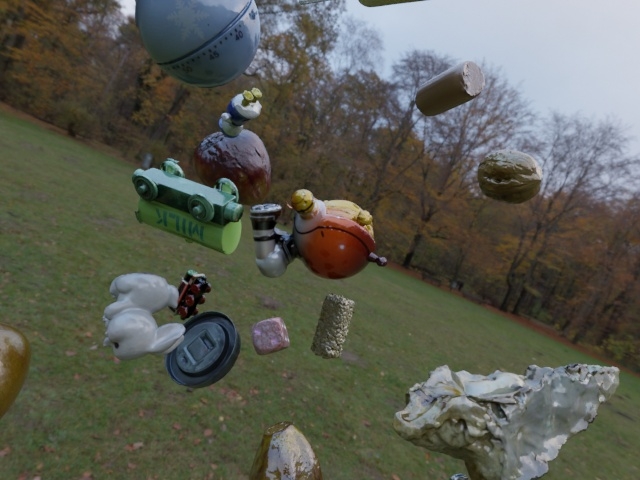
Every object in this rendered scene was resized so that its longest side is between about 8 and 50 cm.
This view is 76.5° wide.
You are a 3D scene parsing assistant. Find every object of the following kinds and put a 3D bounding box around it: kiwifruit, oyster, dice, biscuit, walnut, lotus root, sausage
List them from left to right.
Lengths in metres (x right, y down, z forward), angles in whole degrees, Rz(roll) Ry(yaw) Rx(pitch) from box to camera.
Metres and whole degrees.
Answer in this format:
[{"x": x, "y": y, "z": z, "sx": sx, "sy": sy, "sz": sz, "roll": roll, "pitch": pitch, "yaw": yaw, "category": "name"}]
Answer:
[{"x": -0.691, "y": 0.262, "z": 0.794, "sx": 0.196, "sy": 0.196, "sz": 0.233, "roll": 21, "pitch": 41, "yaw": -29, "category": "kiwifruit"}, {"x": -0.147, "y": 0.281, "z": 1.189, "sx": 0.094, "sy": 0.091, "sz": 0.093, "roll": -19, "pitch": -18, "yaw": 2, "category": "dice"}, {"x": -0.091, "y": 0.579, "z": 0.939, "sx": 0.193, "sy": 0.290, "sz": 0.193, "roll": 0, "pitch": -13, "yaw": 0, "category": "lotus root"}, {"x": 0.033, "y": 0.224, "z": 1.063, "sx": 0.082, "sy": 0.168, "sz": 0.070, "roll": 15, "pitch": -6, "yaw": 26, "category": "biscuit"}, {"x": 0.423, "y": -0.491, "z": 1.324, "sx": 0.123, "sy": 0.123, "sz": 0.253, "roll": 22, "pitch": -3, "yaw": -18, "category": "sausage"}, {"x": 0.230, "y": 0.209, "z": 0.498, "sx": 0.341, "sy": 0.110, "sz": 0.166, "roll": -3, "pitch": -6, "yaw": -41, "category": "oyster"}, {"x": 0.544, "y": -0.182, "z": 1.163, "sx": 0.155, "sy": 0.155, "sz": 0.184, "roll": 21, "pitch": 6, "yaw": -30, "category": "walnut"}]

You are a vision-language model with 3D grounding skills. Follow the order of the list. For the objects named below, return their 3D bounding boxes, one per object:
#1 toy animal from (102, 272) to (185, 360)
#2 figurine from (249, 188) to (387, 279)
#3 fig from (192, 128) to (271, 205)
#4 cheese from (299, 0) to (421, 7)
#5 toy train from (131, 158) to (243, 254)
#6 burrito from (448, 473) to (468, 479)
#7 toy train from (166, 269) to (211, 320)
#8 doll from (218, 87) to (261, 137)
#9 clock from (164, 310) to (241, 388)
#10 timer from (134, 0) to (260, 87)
[{"x": -0.413, "y": 0.177, "z": 0.956, "sx": 0.179, "sy": 0.193, "sz": 0.127, "roll": -2, "pitch": -24, "yaw": -30, "category": "toy animal"}, {"x": -0.002, "y": 0.004, "z": 1.036, "sx": 0.323, "sy": 0.196, "sz": 0.320, "roll": -7, "pitch": -32, "yaw": 7, "category": "figurine"}, {"x": -0.262, "y": -0.229, "z": 1.262, "sx": 0.263, "sy": 0.224, "sz": 0.224, "roll": 45, "pitch": 3, "yaw": -1, "category": "fig"}, {"x": 0.087, "y": -0.433, "z": 0.704, "sx": 0.252, "sy": 0.054, "sz": 0.127, "roll": -7, "pitch": 32, "yaw": 4, "category": "cheese"}, {"x": -0.269, "y": -0.059, "z": 0.821, "sx": 0.253, "sy": 0.157, "sz": 0.105, "roll": 19, "pitch": 36, "yaw": 16, "category": "toy train"}, {"x": 0.239, "y": 0.532, "z": 0.812, "sx": 0.051, "sy": 0.171, "sz": 0.042, "roll": 10, "pitch": 28, "yaw": -32, "category": "burrito"}, {"x": -0.348, "y": 0.140, "z": 1.071, "sx": 0.087, "sy": 0.137, "sz": 0.050, "roll": 35, "pitch": 12, "yaw": 21, "category": "toy train"}, {"x": -0.161, "y": -0.243, "z": 0.795, "sx": 0.057, "sy": 0.099, "sz": 0.143, "roll": 56, "pitch": -38, "yaw": -3, "category": "doll"}, {"x": -0.337, "y": 0.313, "z": 1.173, "sx": 0.226, "sy": 0.226, "sz": 0.049, "roll": 25, "pitch": -24, "yaw": 35, "category": "clock"}, {"x": -0.186, "y": -0.327, "z": 0.527, "sx": 0.255, "sy": 0.175, "sz": 0.175, "roll": 57, "pitch": -11, "yaw": -21, "category": "timer"}]
